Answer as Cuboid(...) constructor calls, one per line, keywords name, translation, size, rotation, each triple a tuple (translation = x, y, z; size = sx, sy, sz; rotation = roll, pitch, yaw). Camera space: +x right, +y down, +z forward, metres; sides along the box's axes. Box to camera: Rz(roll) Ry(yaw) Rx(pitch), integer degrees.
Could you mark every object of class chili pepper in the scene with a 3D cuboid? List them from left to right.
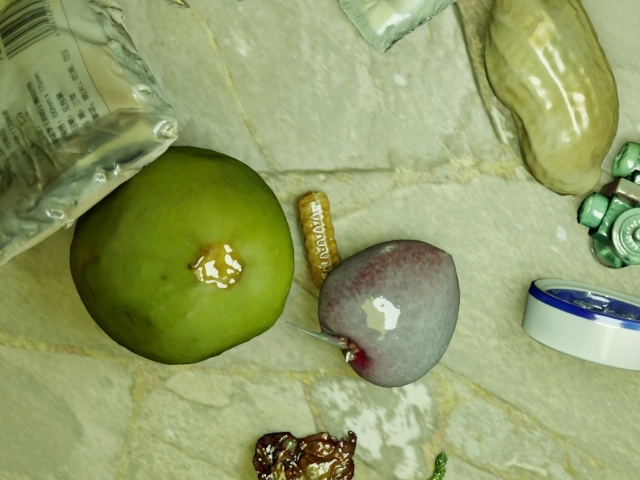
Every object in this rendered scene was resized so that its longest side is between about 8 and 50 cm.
Cuboid(name="chili pepper", translation=(0.186, 0.378, 1.828), size=(0.027, 0.022, 0.083), rotation=(36, 104, 29))

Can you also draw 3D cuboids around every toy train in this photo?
Cuboid(name="toy train", translation=(0.551, -0.036, 1.714), size=(0.304, 0.150, 0.222), rotation=(24, 87, -1))

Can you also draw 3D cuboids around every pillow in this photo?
Cuboid(name="pillow", translation=(0.143, -0.390, 1.707), size=(0.229, 0.051, 0.128), rotation=(-33, 99, 3))

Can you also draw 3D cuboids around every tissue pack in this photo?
Cuboid(name="tissue pack", translation=(-0.406, -0.177, 1.606), size=(0.390, 0.195, 0.376), rotation=(-31, 52, 9))

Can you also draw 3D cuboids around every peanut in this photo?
Cuboid(name="peanut", translation=(0.346, -0.231, 1.673), size=(0.174, 0.158, 0.340), rotation=(-27, 95, 4))

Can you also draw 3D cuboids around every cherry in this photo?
Cuboid(name="cherry", translation=(0.101, 0.110, 1.711), size=(0.266, 0.183, 0.213), rotation=(-36, 111, -7))

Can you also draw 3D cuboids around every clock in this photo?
Cuboid(name="clock", translation=(0.417, 0.125, 1.686), size=(0.230, 0.230, 0.083), rotation=(14, 101, -1))

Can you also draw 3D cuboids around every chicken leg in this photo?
Cuboid(name="chicken leg", translation=(0.033, 0.409, 1.811), size=(0.322, 0.083, 0.177), rotation=(43, 87, -4))

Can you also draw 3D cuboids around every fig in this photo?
Cuboid(name="fig", translation=(-0.185, 0.023, 1.627), size=(0.343, 0.343, 0.344), rotation=(0, 98, 1))

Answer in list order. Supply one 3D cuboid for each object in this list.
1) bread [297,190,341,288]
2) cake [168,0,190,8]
Cuboid(name="bread", translation=(0.000, 0.000, 1.767), size=(0.052, 0.044, 0.157), rotation=(-12, 99, -4))
Cuboid(name="cake", translation=(-0.250, -0.391, 1.711), size=(0.121, 0.052, 0.065), rotation=(22, 95, -2))
